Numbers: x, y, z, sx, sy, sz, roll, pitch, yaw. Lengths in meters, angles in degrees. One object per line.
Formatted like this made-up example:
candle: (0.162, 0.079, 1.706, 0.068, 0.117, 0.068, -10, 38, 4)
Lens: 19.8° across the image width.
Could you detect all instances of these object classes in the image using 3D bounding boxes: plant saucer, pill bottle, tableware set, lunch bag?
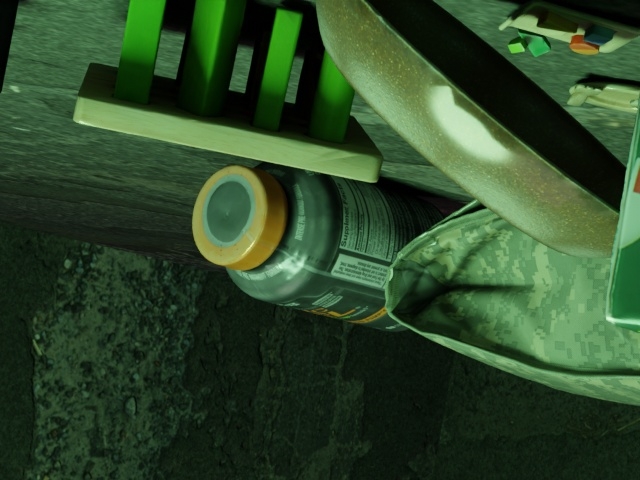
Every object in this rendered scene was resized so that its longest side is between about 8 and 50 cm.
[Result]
plant saucer: (0.067, -0.053, 0.775, 0.198, 0.036, 0.198, 37, -167, -10)
pill bottle: (0.000, 0.000, 1.624, 0.130, 0.130, 0.245, 6, 173, 43)
tableware set: (0.223, -0.066, 1.003, 0.168, 0.020, 0.141, 11, 175, -16)
lunch bag: (0.222, 0.044, 1.440, 0.287, 0.169, 0.235, 1, 170, 39)

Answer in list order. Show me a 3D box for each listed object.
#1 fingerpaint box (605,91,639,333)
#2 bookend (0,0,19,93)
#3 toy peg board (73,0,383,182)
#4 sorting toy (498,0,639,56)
fingerpaint box: (0.386, 0.017, 0.759, 0.371, 0.163, 0.445, 7, 175, 34)
bookend: (-0.238, -0.116, 1.105, 0.156, 0.072, 0.157, 8, 175, 28)
toy peg board: (-0.046, -0.098, 1.008, 0.161, 0.079, 0.160, 12, -169, -7)
sorting toy: (0.118, -0.099, 0.887, 0.062, 0.012, 0.083, 11, 175, -6)
